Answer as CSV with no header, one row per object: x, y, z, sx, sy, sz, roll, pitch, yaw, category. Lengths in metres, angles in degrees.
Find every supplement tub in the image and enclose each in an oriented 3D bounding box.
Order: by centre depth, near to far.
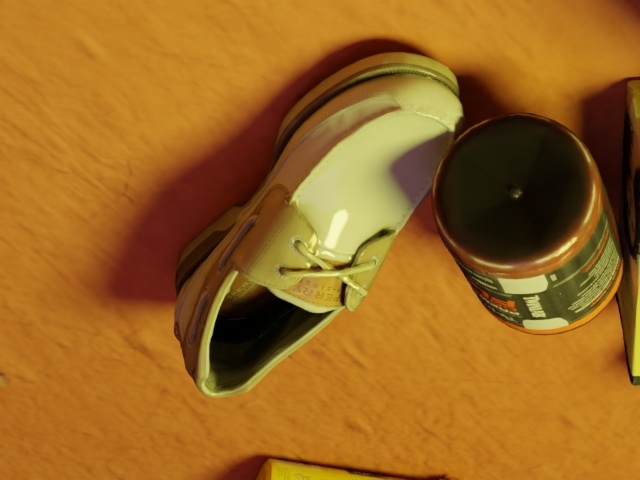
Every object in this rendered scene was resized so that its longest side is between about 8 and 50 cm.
0.138,-0.001,1.274,0.106,0.106,0.198,-10,159,12,supplement tub

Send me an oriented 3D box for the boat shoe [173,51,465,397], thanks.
0.000,0.000,1.294,0.113,0.103,0.302,17,140,-22,boat shoe

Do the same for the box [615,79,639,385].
0.229,-0.002,1.311,0.058,0.087,0.232,-5,142,3,box

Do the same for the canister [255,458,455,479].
0.025,0.239,1.642,0.170,0.073,0.126,10,142,-11,canister
